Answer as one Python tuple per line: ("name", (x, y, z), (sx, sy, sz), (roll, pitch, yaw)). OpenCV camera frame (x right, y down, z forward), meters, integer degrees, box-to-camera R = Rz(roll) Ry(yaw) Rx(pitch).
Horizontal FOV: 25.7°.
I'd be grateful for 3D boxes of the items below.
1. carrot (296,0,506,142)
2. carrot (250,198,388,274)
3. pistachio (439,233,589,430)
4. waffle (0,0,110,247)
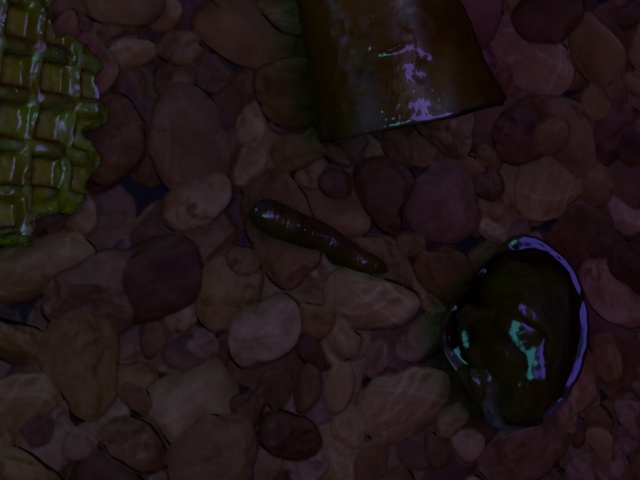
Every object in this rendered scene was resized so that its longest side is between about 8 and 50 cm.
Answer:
("carrot", (0.064, -0.234, 1.399), (0.196, 0.196, 0.254), (-16, 93, -22))
("carrot", (0.001, -0.001, 1.441), (0.165, 0.035, 0.036), (23, 79, -21))
("pistachio", (0.209, 0.095, 1.469), (0.165, 0.130, 0.210), (16, 73, -17))
("waffle", (-0.321, -0.116, 1.247), (0.312, 0.060, 0.307), (49, 58, -35))
